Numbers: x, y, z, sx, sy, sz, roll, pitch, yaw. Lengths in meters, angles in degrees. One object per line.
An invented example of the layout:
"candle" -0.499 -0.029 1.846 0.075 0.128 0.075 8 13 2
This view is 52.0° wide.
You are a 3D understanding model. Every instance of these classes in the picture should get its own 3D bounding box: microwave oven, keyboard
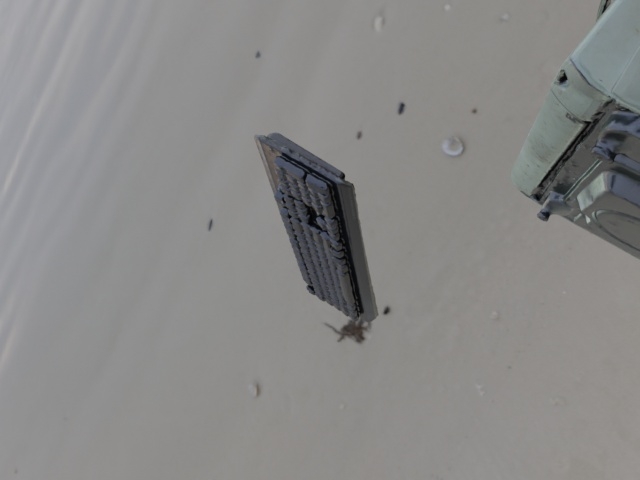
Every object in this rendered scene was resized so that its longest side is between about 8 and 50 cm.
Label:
"microwave oven" 0.393 -0.105 0.676 0.332 0.394 0.247 33 88 13
"keyboard" 0.000 0.000 0.553 0.093 0.230 0.025 32 69 26
